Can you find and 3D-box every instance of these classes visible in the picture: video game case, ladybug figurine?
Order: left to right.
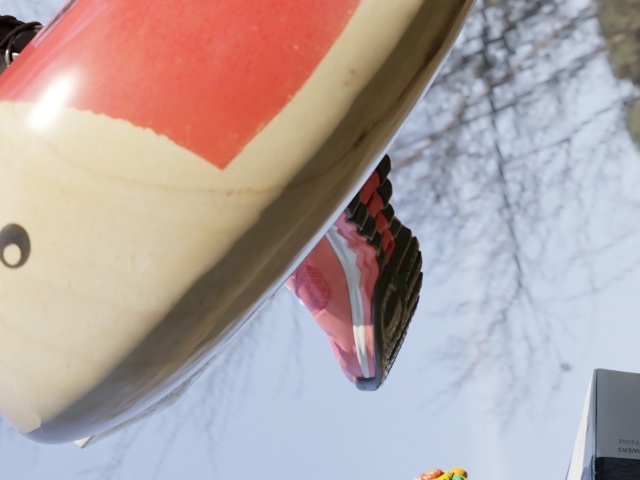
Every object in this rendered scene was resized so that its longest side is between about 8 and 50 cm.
[{"bbox_3d":[-0.121,0.104,1.319,0.019,0.157,0.143,48,-154,12],"label":"video game case"},{"bbox_3d":[-0.060,-0.095,0.866,0.162,0.305,0.449,43,-127,-14],"label":"ladybug figurine"}]

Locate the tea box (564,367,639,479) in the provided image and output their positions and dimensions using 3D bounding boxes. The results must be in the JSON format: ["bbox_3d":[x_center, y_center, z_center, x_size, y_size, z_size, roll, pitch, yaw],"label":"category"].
[{"bbox_3d":[0.331,0.293,1.087,0.220,0.328,0.324,93,-175,-49],"label":"tea box"}]

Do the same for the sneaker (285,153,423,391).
[{"bbox_3d":[0.000,-0.001,1.368,0.116,0.136,0.314,-60,-33,-41],"label":"sneaker"}]

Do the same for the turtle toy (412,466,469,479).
[{"bbox_3d":[0.112,0.279,1.673,0.095,0.130,0.066,-39,-68,-73],"label":"turtle toy"}]

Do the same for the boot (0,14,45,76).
[{"bbox_3d":[-0.264,-0.162,1.147,0.229,0.263,0.091,49,-139,-21],"label":"boot"}]
